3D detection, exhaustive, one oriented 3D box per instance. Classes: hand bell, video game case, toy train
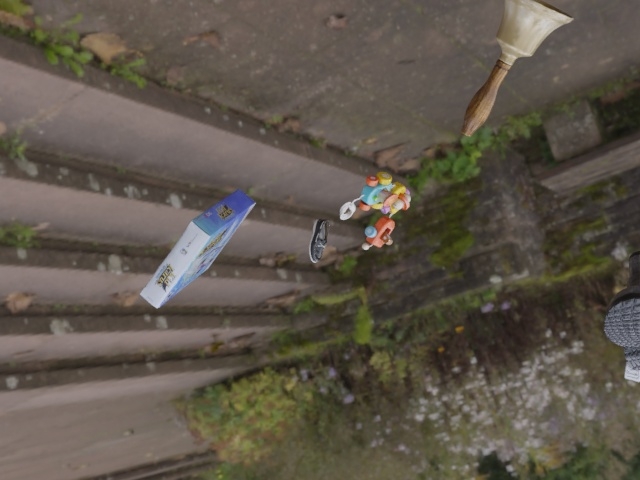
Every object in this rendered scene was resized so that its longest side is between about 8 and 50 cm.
[{"bbox_3d":[0.298,-0.280,1.307,0.126,0.126,0.242,-1,125,-46],"label":"hand bell"},{"bbox_3d":[-0.286,0.016,1.897,0.244,0.061,0.269,-52,178,26],"label":"video game case"},{"bbox_3d":[0.100,-0.042,1.299,0.125,0.046,0.166,-53,150,1],"label":"toy train"}]

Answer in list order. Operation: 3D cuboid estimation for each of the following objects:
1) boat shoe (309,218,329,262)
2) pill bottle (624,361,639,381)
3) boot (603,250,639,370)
[{"bbox_3d":[0.000,0.000,2.229,0.038,0.125,0.046,-1,162,40],"label":"boat shoe"},{"bbox_3d":[0.801,0.285,1.771,0.221,0.121,0.121,10,178,24],"label":"pill bottle"},{"bbox_3d":[0.654,0.112,1.634,0.118,0.222,0.338,0,151,25],"label":"boot"}]
